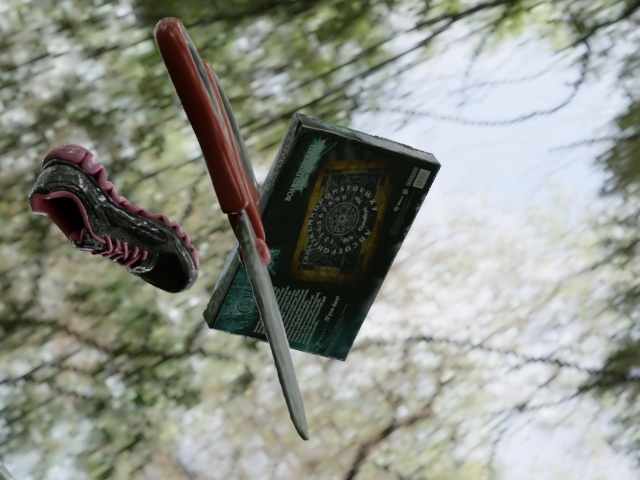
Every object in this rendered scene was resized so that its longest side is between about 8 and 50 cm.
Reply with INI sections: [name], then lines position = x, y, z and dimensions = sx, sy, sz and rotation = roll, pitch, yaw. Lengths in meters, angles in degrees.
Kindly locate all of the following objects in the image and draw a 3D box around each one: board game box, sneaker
[board game box]
position = 0.000, 0.000, 1.497
dimensions = 0.186, 0.126, 0.026
rotation = -64, -152, 20
[sneaker]
position = -0.127, -0.003, 1.154
dimensions = 0.119, 0.057, 0.047
rotation = 39, -57, -8

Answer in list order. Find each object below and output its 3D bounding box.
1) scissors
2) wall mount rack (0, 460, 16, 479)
[scissors]
position = -0.034, 0.001, 1.006
dimensions = 0.109, 0.021, 0.297
rotation = 64, 3, -55
[wall mount rack]
position = -0.377, 0.278, 1.998
dimensions = 0.350, 0.130, 0.304
rotation = 57, -11, -21
